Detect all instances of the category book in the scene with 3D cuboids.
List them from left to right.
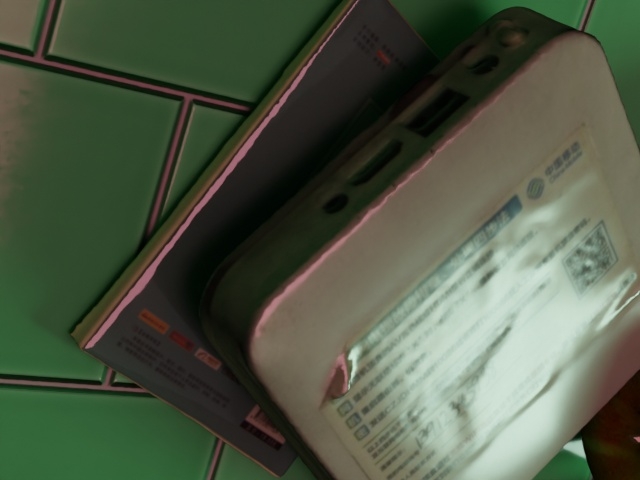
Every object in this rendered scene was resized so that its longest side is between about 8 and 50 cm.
[{"bbox_3d":[0.000,0.000,1.027,0.379,0.031,0.264,-51,128,-4],"label":"book"}]

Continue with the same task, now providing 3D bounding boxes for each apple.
[{"bbox_3d":[0.401,0.193,1.240,0.226,0.246,0.246,-5,112,-40],"label":"apple"}]

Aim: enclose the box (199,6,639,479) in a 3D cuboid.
[{"bbox_3d":[0.128,0.053,1.048,0.396,0.111,0.397,-42,130,-13],"label":"box"}]
